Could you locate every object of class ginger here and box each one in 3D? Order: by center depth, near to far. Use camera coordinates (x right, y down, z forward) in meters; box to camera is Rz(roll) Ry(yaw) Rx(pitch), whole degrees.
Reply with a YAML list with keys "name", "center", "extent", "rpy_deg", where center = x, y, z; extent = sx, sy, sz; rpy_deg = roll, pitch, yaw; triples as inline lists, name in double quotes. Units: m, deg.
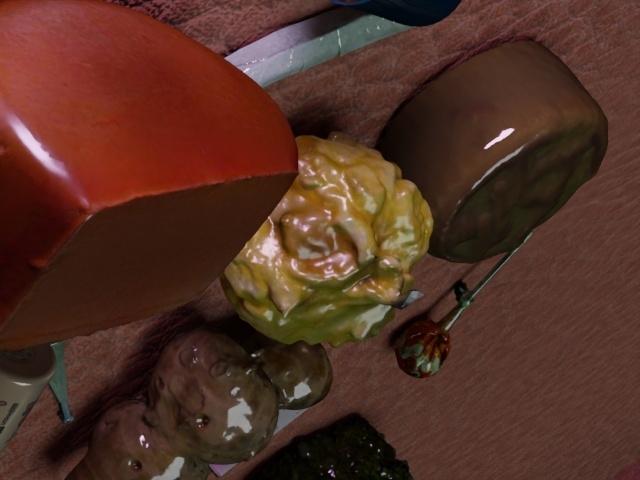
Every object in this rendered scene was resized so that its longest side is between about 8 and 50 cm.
- name: "ginger"
  center: [-0.163, 0.235, 1.980]
  extent: [0.375, 0.176, 0.256]
  rpy_deg: [-40, 161, 6]

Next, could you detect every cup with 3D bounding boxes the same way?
- name: "cup"
  center: [0.080, -0.281, 1.514]
  extent: [0.150, 0.113, 0.138]
  rpy_deg: [-46, 155, 20]

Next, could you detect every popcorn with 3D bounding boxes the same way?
- name: "popcorn"
  center: [0.004, 0.008, 1.764]
  extent: [0.249, 0.225, 0.249]
  rpy_deg: [-25, 152, -14]

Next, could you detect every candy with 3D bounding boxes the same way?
- name: "candy"
  center: [0.216, 0.091, 2.345]
  extent: [0.287, 0.078, 0.084]
  rpy_deg: [-49, 169, 13]

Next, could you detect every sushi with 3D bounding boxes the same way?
- name: "sushi"
  center: [0.016, 0.451, 2.550]
  extent: [0.294, 0.178, 0.352]
  rpy_deg: [-31, 150, -20]

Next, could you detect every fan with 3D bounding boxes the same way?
- name: "fan"
  center: [-0.310, 0.167, 1.857]
  extent: [0.038, 0.016, 0.193]
  rpy_deg: [-26, 151, -18]

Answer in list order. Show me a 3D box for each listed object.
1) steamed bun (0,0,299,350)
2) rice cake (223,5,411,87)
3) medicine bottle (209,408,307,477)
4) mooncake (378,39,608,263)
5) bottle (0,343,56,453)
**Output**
- name: "steamed bun"
  center: [-0.210, -0.069, 1.336]
  extent: [0.235, 0.248, 0.379]
  rpy_deg: [-50, 162, 28]
- name: "rice cake"
  center: [0.008, -0.208, 1.619]
  extent: [0.245, 0.042, 0.045]
  rpy_deg: [-24, 139, -24]
- name: "medicine bottle"
  center: [-0.097, 0.230, 2.192]
  extent: [0.201, 0.052, 0.171]
  rpy_deg: [-36, 154, -8]
- name: "mooncake"
  center: [0.214, -0.100, 1.935]
  extent: [0.284, 0.155, 0.284]
  rpy_deg: [-29, 154, -15]
- name: "bottle"
  center: [-0.372, 0.181, 1.720]
  extent: [0.209, 0.097, 0.110]
  rpy_deg: [-53, -166, 31]
